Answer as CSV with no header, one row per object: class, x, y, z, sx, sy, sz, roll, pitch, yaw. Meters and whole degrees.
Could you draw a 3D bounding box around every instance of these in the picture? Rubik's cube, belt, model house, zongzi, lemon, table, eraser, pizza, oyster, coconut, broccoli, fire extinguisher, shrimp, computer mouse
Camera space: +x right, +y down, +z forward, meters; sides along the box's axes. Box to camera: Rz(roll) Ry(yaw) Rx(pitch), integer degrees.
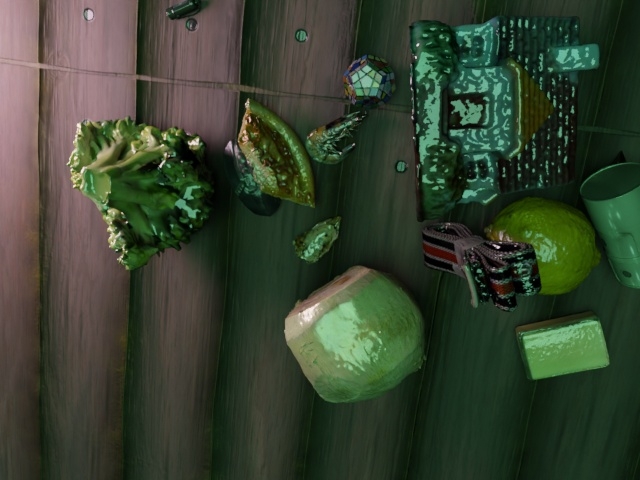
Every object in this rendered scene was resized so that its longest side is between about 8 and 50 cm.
Rubik's cube,0.100,-0.325,1.232,0.111,0.093,0.111,2,103,9
belt,0.290,0.035,1.151,0.126,0.359,0.094,-19,105,-6
model house,0.339,-0.227,1.110,0.339,0.297,0.360,-2,102,8
zongzi,0.592,-0.128,1.205,0.073,0.067,0.083,-27,76,13
lemon,0.438,0.012,1.190,0.231,0.192,0.192,16,105,6
table,0.601,-0.027,1.154,0.126,0.126,0.220,-26,113,16
eraser,0.520,0.227,1.292,0.172,0.058,0.117,-15,99,14
pizza,-0.095,-0.183,1.297,0.056,0.134,0.271,-17,96,60
oyster,0.000,0.000,1.361,0.132,0.029,0.086,-22,104,12
coconut,0.083,0.202,1.259,0.297,0.297,0.254,-30,95,16
broccoli,-0.392,-0.134,1.277,0.293,0.281,0.348,-38,93,17
fire extinguisher,-0.294,-0.507,1.306,0.083,0.025,0.038,-19,136,15
shrimp,0.043,-0.223,1.303,0.161,0.034,0.091,-28,108,22
computer mouse,-0.154,-0.140,1.342,0.106,0.062,0.192,-21,99,15
